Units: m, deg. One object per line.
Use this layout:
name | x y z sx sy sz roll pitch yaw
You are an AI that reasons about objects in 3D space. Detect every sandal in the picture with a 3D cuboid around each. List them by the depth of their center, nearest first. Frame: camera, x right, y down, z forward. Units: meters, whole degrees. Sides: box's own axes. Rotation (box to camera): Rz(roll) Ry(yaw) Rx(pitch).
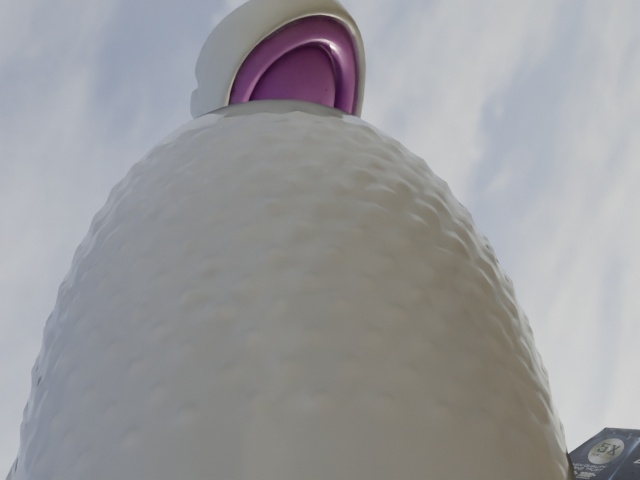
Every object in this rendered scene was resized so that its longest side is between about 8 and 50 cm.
sandal | -0.013 0.008 0.890 0.169 0.102 0.416 -30 -38 -16

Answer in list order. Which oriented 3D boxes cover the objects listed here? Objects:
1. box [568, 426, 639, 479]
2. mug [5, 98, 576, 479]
box | 0.230 0.212 0.724 0.077 0.147 0.180 -25 -80 -34
mug | -0.055 0.112 0.666 0.276 0.374 0.328 38 -150 -34
